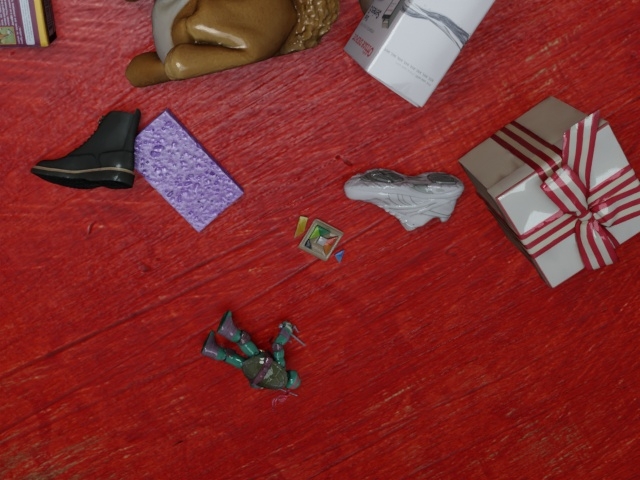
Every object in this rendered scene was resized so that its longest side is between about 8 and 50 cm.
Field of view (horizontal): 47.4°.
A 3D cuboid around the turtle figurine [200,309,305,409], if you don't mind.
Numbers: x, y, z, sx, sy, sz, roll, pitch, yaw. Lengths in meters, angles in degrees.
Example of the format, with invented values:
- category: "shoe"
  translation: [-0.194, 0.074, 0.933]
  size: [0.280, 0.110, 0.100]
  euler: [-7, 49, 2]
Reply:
- category: "turtle figurine"
  translation: [-0.115, 0.240, 1.473]
  size: [0.234, 0.118, 0.175]
  euler: [31, 106, -14]

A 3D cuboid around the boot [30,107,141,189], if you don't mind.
- category: "boot"
  translation: [-0.403, -0.163, 1.275]
  size: [0.198, 0.077, 0.137]
  euler: [5, 79, 15]

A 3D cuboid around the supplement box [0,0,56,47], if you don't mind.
- category: "supplement box"
  translation: [-0.526, -0.361, 1.150]
  size: [0.188, 0.081, 0.104]
  euler: [-3, 115, -8]

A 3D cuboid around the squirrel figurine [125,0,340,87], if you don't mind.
- category: "squirrel figurine"
  translation: [-0.150, -0.454, 1.104]
  size: [0.397, 0.281, 0.370]
  euler: [-18, 106, -16]

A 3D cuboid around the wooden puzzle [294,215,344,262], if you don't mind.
- category: "wooden puzzle"
  translation: [0.000, 0.000, 1.432]
  size: [0.116, 0.014, 0.078]
  euler: [20, 110, -17]

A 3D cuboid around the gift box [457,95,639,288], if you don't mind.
- category: "gift box"
  translation: [0.437, -0.107, 1.317]
  size: [0.276, 0.258, 0.255]
  euler: [-39, 114, 10]

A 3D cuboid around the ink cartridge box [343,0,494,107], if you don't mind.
- category: "ink cartridge box"
  translation: [0.169, -0.370, 1.149]
  size: [0.115, 0.198, 0.273]
  euler: [29, 106, -19]

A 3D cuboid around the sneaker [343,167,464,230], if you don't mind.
- category: "sneaker"
  translation: [0.155, -0.070, 1.386]
  size: [0.232, 0.090, 0.115]
  euler: [3, 117, -9]

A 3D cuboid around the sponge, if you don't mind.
- category: "sponge"
  translation: [-0.250, -0.125, 1.327]
  size: [0.117, 0.031, 0.210]
  euler: [-38, 114, 9]

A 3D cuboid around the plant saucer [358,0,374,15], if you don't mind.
- category: "plant saucer"
  translation: [0.163, -0.436, 1.249]
  size: [0.199, 0.036, 0.198]
  euler: [-4, 114, -8]
